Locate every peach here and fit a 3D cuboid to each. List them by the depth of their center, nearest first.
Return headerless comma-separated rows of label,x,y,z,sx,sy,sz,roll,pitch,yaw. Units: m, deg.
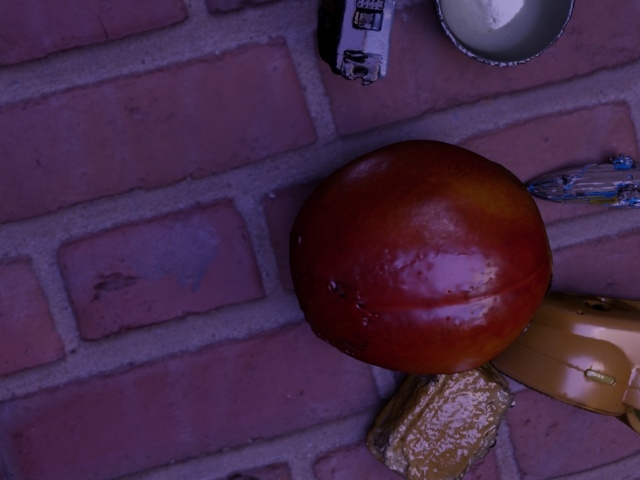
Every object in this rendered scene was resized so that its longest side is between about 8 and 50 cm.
peach,0.137,0.033,1.307,0.370,0.370,0.370,-1,101,-7

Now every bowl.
bowl,0.262,-0.367,1.366,0.211,0.112,0.211,-2,102,-7

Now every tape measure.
tape measure,0.054,-0.332,1.312,0.107,0.182,0.181,6,111,-11

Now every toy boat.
toy boat,0.432,-0.091,1.469,0.210,0.066,0.084,-3,68,2

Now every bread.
bread,0.196,0.292,1.477,0.174,0.121,0.245,34,99,-3

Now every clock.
clock,0.426,0.176,1.420,0.317,0.244,0.200,15,93,-11
